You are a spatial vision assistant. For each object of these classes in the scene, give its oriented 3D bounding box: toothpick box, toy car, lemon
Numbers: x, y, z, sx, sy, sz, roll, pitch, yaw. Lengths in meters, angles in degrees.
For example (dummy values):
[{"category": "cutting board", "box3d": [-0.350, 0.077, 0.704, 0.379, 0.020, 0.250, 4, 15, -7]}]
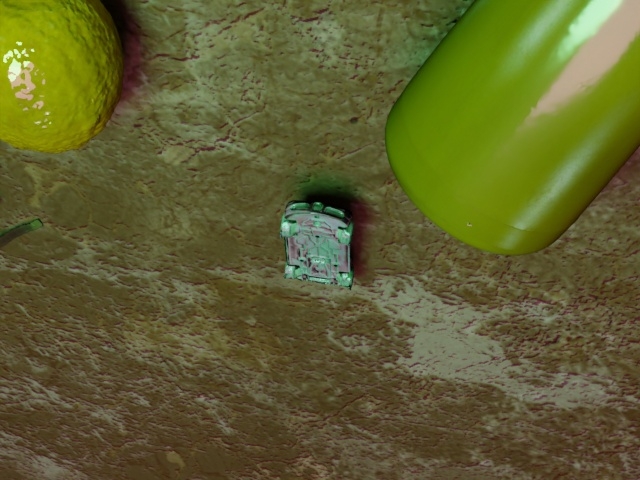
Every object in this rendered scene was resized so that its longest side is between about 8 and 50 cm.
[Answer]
[{"category": "toothpick box", "box3d": [0.182, -0.130, 0.952, 0.175, 0.175, 0.271, 26, 132, -12]}, {"category": "toy car", "box3d": [0.000, 0.000, 1.214, 0.069, 0.055, 0.142, 9, 150, 7]}, {"category": "lemon", "box3d": [-0.237, -0.146, 1.065, 0.142, 0.142, 0.187, 2, 140, 12]}]

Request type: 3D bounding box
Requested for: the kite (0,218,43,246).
[{"category": "kite", "box3d": [-0.437, 0.030, 1.312, 0.310, 0.015, 0.169, -24, 138, 6]}]
